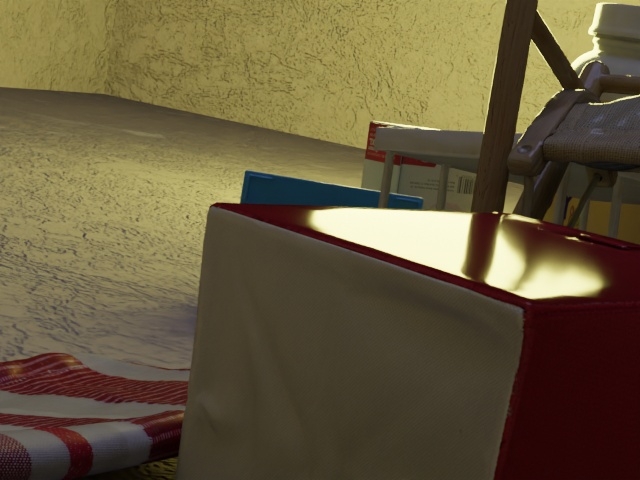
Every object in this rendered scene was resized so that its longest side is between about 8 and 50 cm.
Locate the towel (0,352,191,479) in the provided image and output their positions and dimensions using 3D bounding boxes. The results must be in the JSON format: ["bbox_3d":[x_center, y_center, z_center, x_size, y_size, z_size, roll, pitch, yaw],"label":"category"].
[{"bbox_3d":[-0.148,0.086,0.701,0.237,0.037,0.329,-1,0,36],"label":"towel"}]

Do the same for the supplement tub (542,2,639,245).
[{"bbox_3d":[0.355,-0.064,1.435,0.241,0.331,0.241,9,8,-1],"label":"supplement tub"}]

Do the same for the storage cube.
[{"bbox_3d":[0.068,0.089,0.605,0.193,0.184,0.215,1,12,-42],"label":"storage cube"}]

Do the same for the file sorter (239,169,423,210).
[{"bbox_3d":[0.000,0.000,1.346,0.170,0.118,0.104,9,6,-6],"label":"file sorter"}]

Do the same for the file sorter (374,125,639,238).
[{"bbox_3d":[0.194,0.019,1.099,0.277,0.173,0.192,10,-2,-42],"label":"file sorter"}]

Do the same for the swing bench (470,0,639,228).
[{"bbox_3d":[0.213,-0.017,0.790,0.253,0.255,0.165,9,-18,33],"label":"swing bench"}]

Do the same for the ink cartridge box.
[{"bbox_3d":[0.108,-0.033,1.487,0.127,0.175,0.072,4,7,-35],"label":"ink cartridge box"}]
